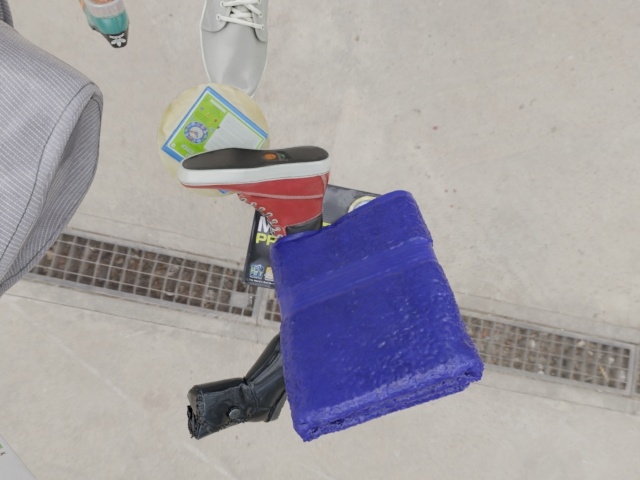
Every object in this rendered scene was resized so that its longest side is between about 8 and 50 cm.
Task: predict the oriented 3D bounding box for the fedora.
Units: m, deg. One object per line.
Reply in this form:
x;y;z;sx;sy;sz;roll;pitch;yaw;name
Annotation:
-0.247;-0.058;0.397;0.124;0.244;0.275;24;92;-12;fedora

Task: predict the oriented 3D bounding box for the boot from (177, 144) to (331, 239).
-0.107;-0.061;0.886;0.245;0.088;0.176;-3;127;-16;boot

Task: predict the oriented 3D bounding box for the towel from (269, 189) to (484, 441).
0.055;0.083;0.689;0.228;0.308;0.076;-23;132;10;towel

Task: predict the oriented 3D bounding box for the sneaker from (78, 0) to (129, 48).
-0.523;-0.562;1.276;0.108;0.121;0.302;-17;50;-16;sneaker

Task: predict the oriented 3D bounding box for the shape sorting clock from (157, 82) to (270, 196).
-0.192;-0.181;0.983;0.206;0.040;0.206;-6;104;-26;shape sorting clock

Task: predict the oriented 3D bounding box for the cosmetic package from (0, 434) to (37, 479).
-0.618;0.493;0.952;0.197;0.366;0.155;-14;97;-42;cosmetic package

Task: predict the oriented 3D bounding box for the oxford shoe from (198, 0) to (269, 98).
-0.189;-0.546;1.245;0.169;0.130;0.449;5;103;-16;oxford shoe

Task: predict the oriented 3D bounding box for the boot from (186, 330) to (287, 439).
-0.164;0.304;1.127;0.207;0.094;0.246;0;120;-37;boot

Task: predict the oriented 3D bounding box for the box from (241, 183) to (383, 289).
0.000;0.000;1.033;0.270;0.060;0.216;11;88;-5;box
